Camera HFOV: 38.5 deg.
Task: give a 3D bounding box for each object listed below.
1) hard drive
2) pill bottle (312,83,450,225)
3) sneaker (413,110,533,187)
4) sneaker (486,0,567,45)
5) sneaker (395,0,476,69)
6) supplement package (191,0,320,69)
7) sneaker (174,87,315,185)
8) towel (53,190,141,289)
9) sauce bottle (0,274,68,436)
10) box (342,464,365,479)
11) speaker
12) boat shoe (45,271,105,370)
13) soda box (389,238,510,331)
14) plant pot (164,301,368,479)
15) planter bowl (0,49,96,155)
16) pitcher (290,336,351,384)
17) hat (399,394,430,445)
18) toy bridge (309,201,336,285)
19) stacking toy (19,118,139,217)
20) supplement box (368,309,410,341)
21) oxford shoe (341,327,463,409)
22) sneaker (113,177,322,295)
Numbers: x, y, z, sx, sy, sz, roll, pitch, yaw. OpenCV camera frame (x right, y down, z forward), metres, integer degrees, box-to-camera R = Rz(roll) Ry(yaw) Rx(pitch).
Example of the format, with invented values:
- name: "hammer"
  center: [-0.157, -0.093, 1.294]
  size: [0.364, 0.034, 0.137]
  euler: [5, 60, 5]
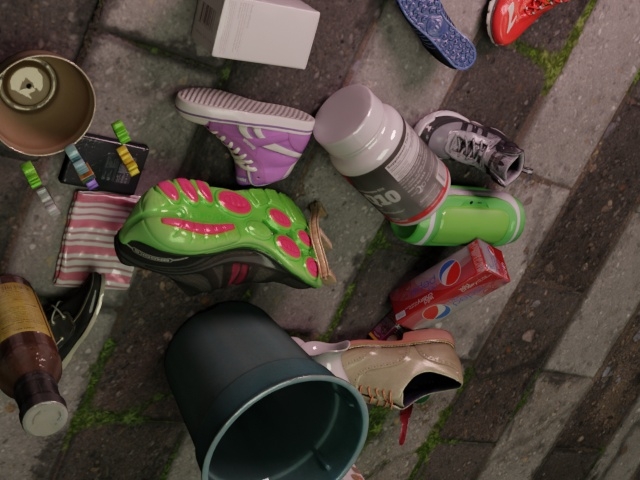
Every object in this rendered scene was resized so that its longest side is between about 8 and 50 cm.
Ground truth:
- name: "hard drive"
  center: [-0.373, -0.132, 1.580]
  size: [0.135, 0.022, 0.094]
  euler: [9, 114, -36]
- name: "pill bottle"
  center: [0.118, -0.163, 1.774]
  size: [0.161, 0.161, 0.283]
  euler: [-47, 131, 3]
- name: "sneaker"
  center: [0.323, -0.187, 1.890]
  size: [0.268, 0.153, 0.101]
  euler: [8, 114, -35]
- name: "sneaker"
  center: [0.439, -0.492, 1.793]
  size: [0.279, 0.118, 0.107]
  euler: [-48, 131, 3]
- name: "sneaker"
  center: [0.201, -0.416, 1.728]
  size: [0.081, 0.090, 0.232]
  euler: [-40, 110, -2]
- name: "supplement package"
  center: [-0.110, -0.363, 1.544]
  size: [0.179, 0.105, 0.105]
  euler: [2, 117, -32]
- name: "sneaker"
  center: [-0.148, -0.173, 1.645]
  size: [0.282, 0.102, 0.161]
  euler: [10, 116, -36]
- name: "towel"
  center: [-0.392, 0.005, 1.651]
  size: [0.144, 0.029, 0.197]
  euler: [5, 116, -33]
- name: "sauce bottle"
  center: [-0.487, 0.184, 1.497]
  size: [0.111, 0.344, 0.111]
  euler: [-14, 124, -22]
- name: "box"
  center: [0.022, 0.490, 2.017]
  size: [0.063, 0.324, 0.067]
  euler: [3, 117, -30]
- name: "speaker"
  center: [0.299, -0.051, 1.981]
  size: [0.296, 0.131, 0.131]
  euler: [1, 117, -32]
- name: "boat shoe"
  center: [-0.461, 0.147, 1.656]
  size: [0.079, 0.084, 0.233]
  euler: [26, 114, -30]
- name: "soda box"
  center: [0.282, 0.104, 2.019]
  size: [0.092, 0.084, 0.263]
  euler: [25, 133, -39]
- name: "plant pot"
  center: [-0.133, 0.310, 1.802]
  size: [0.341, 0.334, 0.341]
  euler: [-15, 126, -22]
- name: "planter bowl"
  center: [-0.443, -0.227, 1.420]
  size: [0.162, 0.109, 0.162]
  euler: [-16, 126, -23]
- name: "pitcher"
  center: [-0.010, 0.312, 1.965]
  size: [0.125, 0.177, 0.207]
  euler: [-17, 109, -46]
- name: "hat"
  center: [0.248, 0.356, 2.166]
  size: [0.173, 0.183, 0.209]
  euler: [19, 107, -39]
- name: "toy bridge"
  center: [0.000, 0.000, 1.788]
  size: [0.026, 0.188, 0.063]
  euler: [-19, 141, 14]
- name: "stacking toy"
  center: [-0.381, -0.121, 1.458]
  size: [0.167, 0.052, 0.221]
  euler: [-30, 171, -12]
- name: "supplement box"
  center: [0.162, 0.209, 2.114]
  size: [0.083, 0.043, 0.055]
  euler: [-47, 131, 1]
- name: "oxford shoe"
  center: [0.124, 0.309, 2.046]
  size: [0.396, 0.147, 0.140]
  euler: [-16, 136, -1]
- name: "sneaker"
  center: [-0.178, 0.006, 1.718]
  size: [0.202, 0.185, 0.482]
  euler: [-30, 149, 34]
